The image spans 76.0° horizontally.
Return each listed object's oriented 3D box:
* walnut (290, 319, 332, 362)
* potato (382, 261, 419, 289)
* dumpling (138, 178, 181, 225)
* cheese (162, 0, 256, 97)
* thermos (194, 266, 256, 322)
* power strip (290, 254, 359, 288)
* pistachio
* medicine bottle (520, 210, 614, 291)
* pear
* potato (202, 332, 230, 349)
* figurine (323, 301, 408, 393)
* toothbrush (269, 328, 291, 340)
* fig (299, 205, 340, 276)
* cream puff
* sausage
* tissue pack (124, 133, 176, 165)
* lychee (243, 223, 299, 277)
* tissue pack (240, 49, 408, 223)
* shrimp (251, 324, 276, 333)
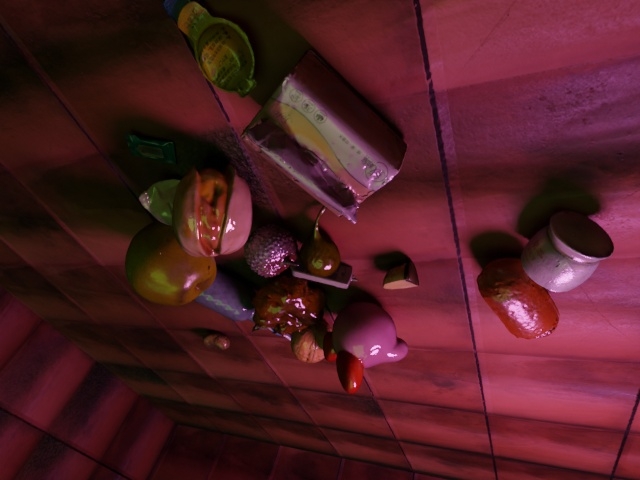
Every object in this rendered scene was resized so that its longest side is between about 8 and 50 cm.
[{"bbox_3d":[-0.034,0.389,1.587,0.165,0.165,0.197,22,134,-1],"label":"walnut"},{"bbox_3d":[0.233,0.107,1.233,0.103,0.066,0.096,-13,154,27],"label":"potato"},{"bbox_3d":[-0.438,-0.117,1.252,0.111,0.155,0.181,42,-173,29],"label":"dumpling"},{"bbox_3d":[-0.228,-0.420,0.866,0.157,0.064,0.250,-27,111,40],"label":"cheese"},{"bbox_3d":[-0.331,0.230,1.554,0.287,0.144,0.182,34,148,-17],"label":"thermos"},{"bbox_3d":[0.012,0.100,1.312,0.227,0.080,0.029,13,133,9],"label":"power strip"},{"bbox_3d":[-0.307,-0.071,1.168,0.230,0.229,0.308,16,129,6],"label":"pistachio"},{"bbox_3d":[0.563,0.025,0.944,0.148,0.147,0.143,18,138,4],"label":"medicine bottle"},{"bbox_3d":[-0.499,0.069,1.360,0.295,0.294,0.294,12,138,11],"label":"pear"},{"bbox_3d":[-0.491,0.476,1.941,0.138,0.070,0.091,6,139,19],"label":"potato"},{"bbox_3d":[0.131,0.320,1.375,0.262,0.270,0.211,-24,112,-9],"label":"figurine"},{"bbox_3d":[-0.175,0.389,1.735,0.386,0.040,0.040,40,136,-18],"label":"toothbrush"},{"bbox_3d":[0.000,0.000,1.194,0.124,0.124,0.236,10,127,13],"label":"fig"},{"bbox_3d":[-0.118,0.227,1.438,0.269,0.154,0.241,-28,122,9],"label":"cream puff"},{"bbox_3d":[0.526,0.151,1.092,0.141,0.153,0.268,-33,117,23],"label":"sausage"},{"bbox_3d":[-0.481,-0.263,1.172,0.138,0.027,0.085,14,142,2],"label":"tissue pack"},{"bbox_3d":[-0.144,0.035,1.239,0.197,0.165,0.165,42,150,32],"label":"lychee"},{"bbox_3d":[0.001,-0.196,0.887,0.306,0.238,0.239,38,137,-18],"label":"tissue pack"},{"bbox_3d":[-0.180,0.342,1.663,0.224,0.047,0.126,-22,127,22],"label":"shrimp"}]
